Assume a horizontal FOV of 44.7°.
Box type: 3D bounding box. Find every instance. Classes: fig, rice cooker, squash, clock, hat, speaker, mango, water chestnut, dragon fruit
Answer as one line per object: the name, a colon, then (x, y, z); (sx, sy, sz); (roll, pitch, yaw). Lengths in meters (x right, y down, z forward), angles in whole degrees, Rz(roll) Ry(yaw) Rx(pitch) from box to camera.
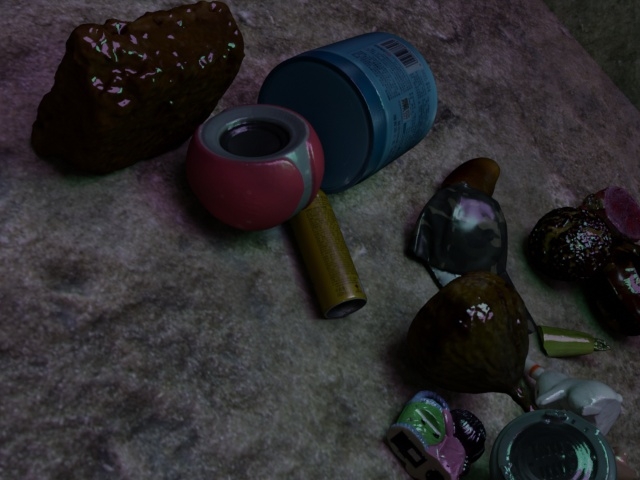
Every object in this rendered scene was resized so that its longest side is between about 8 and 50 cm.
fig: (0.379, 0.253, 1.705); (0.368, 0.286, 0.286); (44, 42, 10)
rice cooker: (0.477, 0.505, 1.596); (0.264, 0.317, 0.316); (28, 31, 35)
squash: (0.679, 0.280, 2.097); (0.200, 0.075, 0.090); (9, 31, -6)
clock: (0.252, 0.412, 1.643); (0.194, 0.100, 0.195); (50, 41, 8)
hat: (0.441, 0.052, 2.006); (0.366, 0.257, 0.381); (-16, 50, -42)
speaker: (-0.143, -0.156, 1.656); (0.294, 0.294, 0.294); (21, 48, -24)
mango: (0.433, -0.159, 2.217); (0.133, 0.111, 0.267); (38, 41, 16)
water chestnut: (0.920, 0.122, 2.259); (0.300, 0.300, 0.300); (21, 48, -24)
dragon fruit: (0.927, -0.074, 2.529); (0.282, 0.147, 0.211); (13, 60, -26)

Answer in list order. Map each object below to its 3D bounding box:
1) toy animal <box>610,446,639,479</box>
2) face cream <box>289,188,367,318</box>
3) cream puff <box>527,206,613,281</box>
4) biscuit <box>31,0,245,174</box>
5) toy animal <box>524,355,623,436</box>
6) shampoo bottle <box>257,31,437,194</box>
toy animal: (0.649, 0.619, 1.712); (0.237, 0.269, 0.326); (18, 16, -27)
face cream: (0.000, 0.000, 1.763); (0.105, 0.105, 0.349); (0, 59, -38)
cream puff: (0.708, 0.002, 2.209); (0.239, 0.239, 0.165); (-73, 147, -44)
biscuit: (-0.350, -0.297, 1.557); (0.395, 0.342, 0.166); (-32, 83, -45)
toy animal: (0.576, 0.380, 1.873); (0.138, 0.282, 0.141); (-47, 121, -22)
shampoo bottle: (0.075, -0.322, 1.906); (0.331, 0.331, 0.342); (50, 42, 5)
